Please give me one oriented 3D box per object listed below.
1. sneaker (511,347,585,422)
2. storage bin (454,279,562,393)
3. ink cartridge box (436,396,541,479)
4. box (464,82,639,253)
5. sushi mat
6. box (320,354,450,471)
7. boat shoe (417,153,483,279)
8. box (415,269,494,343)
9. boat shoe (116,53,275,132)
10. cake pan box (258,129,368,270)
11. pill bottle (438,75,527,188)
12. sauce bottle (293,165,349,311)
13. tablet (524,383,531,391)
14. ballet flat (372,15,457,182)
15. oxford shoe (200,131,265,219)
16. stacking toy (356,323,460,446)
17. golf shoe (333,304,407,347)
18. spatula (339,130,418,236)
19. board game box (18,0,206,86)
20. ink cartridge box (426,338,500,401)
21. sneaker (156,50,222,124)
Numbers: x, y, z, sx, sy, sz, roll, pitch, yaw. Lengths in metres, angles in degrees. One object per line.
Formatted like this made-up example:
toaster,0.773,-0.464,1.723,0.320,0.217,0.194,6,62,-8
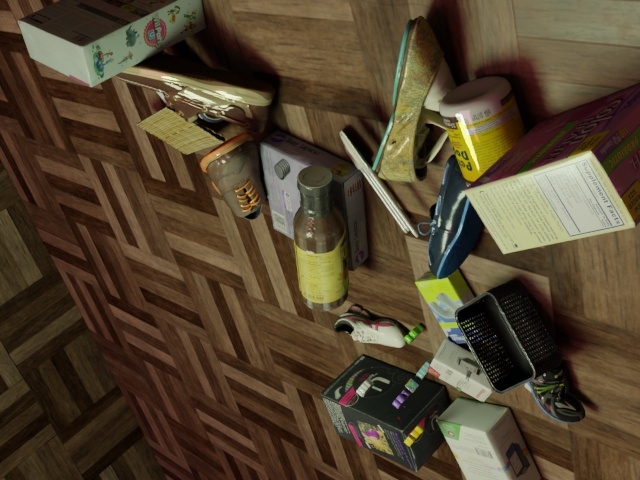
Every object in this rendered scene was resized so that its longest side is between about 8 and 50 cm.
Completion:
sneaker,0.442,0.271,1.666,0.188,0.067,0.078,55,153,4
storage bin,0.349,0.180,1.622,0.122,0.084,0.180,-43,70,51
ink cartridge box,0.376,0.468,1.942,0.154,0.093,0.212,0,122,53
box,0.367,-0.102,1.222,0.117,0.213,0.243,56,149,-11
sushi mat,-0.331,-0.256,2.037,0.151,0.019,0.316,32,168,-21
box,0.161,0.408,2.084,0.270,0.165,0.143,15,135,44
boat shoe,0.244,-0.047,1.578,0.089,0.109,0.258,40,132,30
box,0.278,0.143,1.770,0.109,0.042,0.178,-13,112,57
boat shoe,-0.268,-0.299,1.800,0.342,0.123,0.123,13,117,2
cake pan box,-0.012,-0.082,1.880,0.246,0.070,0.266,29,143,35
pill bottle,0.276,-0.144,1.389,0.117,0.117,0.215,5,127,50
sauce bottle,0.000,0.000,1.781,0.111,0.111,0.344,31,145,29
tablet,0.444,0.292,1.749,0.054,0.006,0.083,39,147,19
ballet flat,0.171,-0.224,1.465,0.123,0.123,0.348,38,146,20
oxford shoe,-0.168,-0.133,1.891,0.132,0.130,0.363,58,176,8
stacking toy,0.207,0.315,1.909,0.167,0.221,0.052,41,180,14
golf shoe,0.116,0.216,2.016,0.186,0.086,0.067,18,135,40
spatula,0.109,-0.110,1.659,0.242,0.019,0.168,53,179,-5
board game box,-0.424,-0.447,1.786,0.224,0.303,0.097,29,142,33
ink cartridge box,0.301,0.273,1.822,0.135,0.056,0.099,28,158,9
sneaker,-0.316,-0.356,1.903,0.153,0.099,0.282,10,153,49
